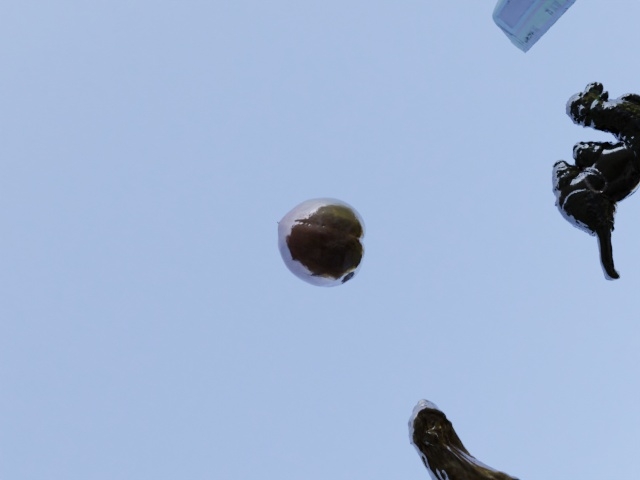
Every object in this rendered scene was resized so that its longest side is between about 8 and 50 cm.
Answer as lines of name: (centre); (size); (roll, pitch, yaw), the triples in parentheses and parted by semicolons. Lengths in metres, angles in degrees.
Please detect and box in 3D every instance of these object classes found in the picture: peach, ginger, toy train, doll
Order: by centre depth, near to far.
toy train: (0.136, -0.158, 0.817); (0.042, 0.209, 0.044); (37, -91, 1)
peach: (0.001, 0.002, 1.166); (0.083, 0.083, 0.083); (-4, -81, -26)
doll: (0.275, -0.064, 1.224); (0.139, 0.057, 0.165); (-39, -104, 13)
ginger: (0.197, 0.307, 1.515); (0.084, 0.290, 0.122); (-51, -19, 26)
